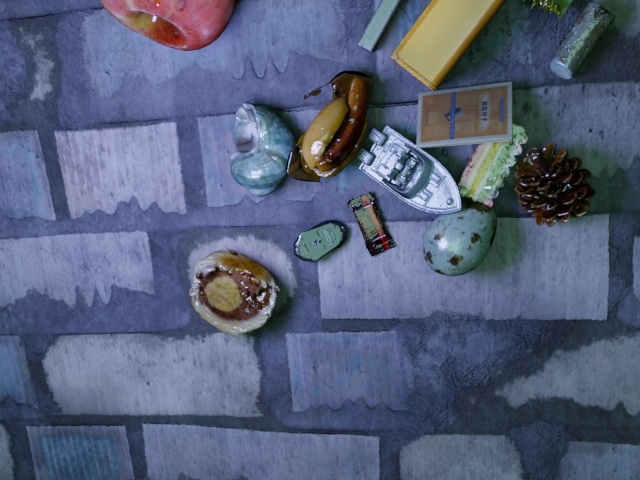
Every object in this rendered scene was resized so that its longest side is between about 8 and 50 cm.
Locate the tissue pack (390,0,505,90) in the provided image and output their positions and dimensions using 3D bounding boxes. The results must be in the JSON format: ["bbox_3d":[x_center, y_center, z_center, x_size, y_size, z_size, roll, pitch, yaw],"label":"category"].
[{"bbox_3d":[0.314,-0.522,1.464,0.145,0.194,0.274,38,108,-4],"label":"tissue pack"}]

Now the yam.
[{"bbox_3d":[0.644,-0.493,1.463,0.078,0.078,0.179,34,108,2],"label":"yam"}]

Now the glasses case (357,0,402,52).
[{"bbox_3d":[0.169,-0.591,1.537,0.047,0.071,0.205,30,107,0],"label":"glasses case"}]

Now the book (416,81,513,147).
[{"bbox_3d":[0.369,-0.322,1.523,0.241,0.018,0.170,-2,69,22],"label":"book"}]

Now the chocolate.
[{"bbox_3d":[0.145,-0.047,1.692,0.086,0.028,0.183,-25,98,8],"label":"chocolate"}]

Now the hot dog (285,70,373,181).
[{"bbox_3d":[0.043,-0.292,1.549,0.194,0.107,0.326,11,104,-36],"label":"hot dog"}]

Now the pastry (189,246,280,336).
[{"bbox_3d":[-0.248,0.141,1.750,0.255,0.170,0.237,24,126,0],"label":"pastry"}]

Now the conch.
[{"bbox_3d":[-0.166,-0.236,1.643,0.220,0.195,0.277,24,133,30],"label":"conch"}]

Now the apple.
[{"bbox_3d":[-0.381,-0.682,1.488,0.363,0.364,0.364,3,103,11],"label":"apple"}]

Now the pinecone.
[{"bbox_3d":[0.583,-0.149,1.508,0.212,0.168,0.185,43,93,-14],"label":"pinecone"}]

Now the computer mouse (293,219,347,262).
[{"bbox_3d":[0.000,0.000,1.719,0.172,0.057,0.099,-27,95,4],"label":"computer mouse"}]

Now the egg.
[{"bbox_3d":[0.376,-0.008,1.582,0.169,0.169,0.231,41,90,0],"label":"egg"}]

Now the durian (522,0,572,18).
[{"bbox_3d":[0.547,-0.739,1.387,0.198,0.163,0.395,8,98,7],"label":"durian"}]

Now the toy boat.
[{"bbox_3d":[0.245,-0.174,1.570,0.319,0.092,0.141,38,107,18],"label":"toy boat"}]

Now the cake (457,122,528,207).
[{"bbox_3d":[0.449,-0.205,1.553,0.109,0.090,0.226,26,102,5],"label":"cake"}]
